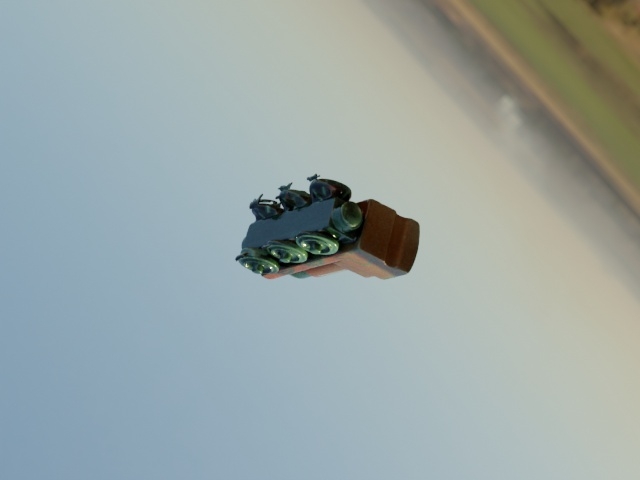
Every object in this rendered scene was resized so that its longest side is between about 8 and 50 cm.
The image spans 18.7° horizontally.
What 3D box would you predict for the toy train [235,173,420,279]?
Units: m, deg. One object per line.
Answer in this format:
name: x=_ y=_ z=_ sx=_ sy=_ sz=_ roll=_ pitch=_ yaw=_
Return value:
toy train: x=0.000 y=0.000 z=1.058 sx=0.064 sy=0.044 sz=0.103 roll=25 pitch=156 yaw=-30
